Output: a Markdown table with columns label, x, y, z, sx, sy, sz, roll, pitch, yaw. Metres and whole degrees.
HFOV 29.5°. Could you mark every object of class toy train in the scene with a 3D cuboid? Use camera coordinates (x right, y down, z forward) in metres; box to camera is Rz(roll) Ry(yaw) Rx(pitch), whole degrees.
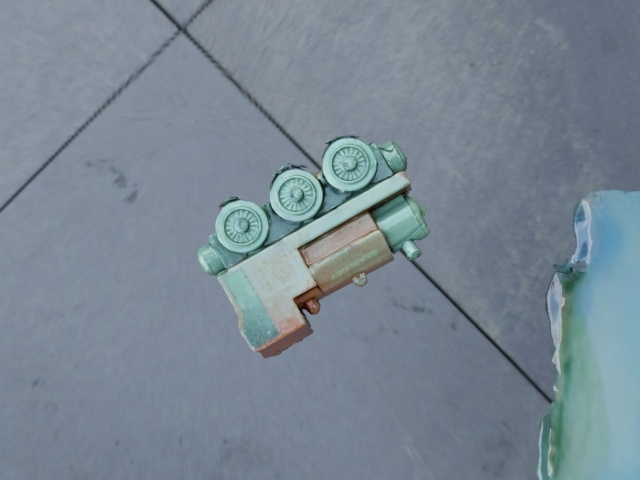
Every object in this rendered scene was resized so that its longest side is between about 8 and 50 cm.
| label | x | y | z | sx | sy | sz | roll | pitch | yaw |
| --- | --- | --- | --- | --- | --- | --- | --- | --- | --- |
| toy train | 0.000 | 0.000 | 0.917 | 0.176 | 0.074 | 0.118 | -28 | 82 | -2 |

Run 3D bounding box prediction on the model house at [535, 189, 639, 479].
| label | x | y | z | sx | sy | sz | roll | pitch | yaw |
| --- | --- | --- | --- | --- | --- | --- | --- | --- | --- |
| model house | 0.256 | 0.087 | 0.525 | 0.241 | 0.261 | 0.225 | -4 | 97 | -17 |
